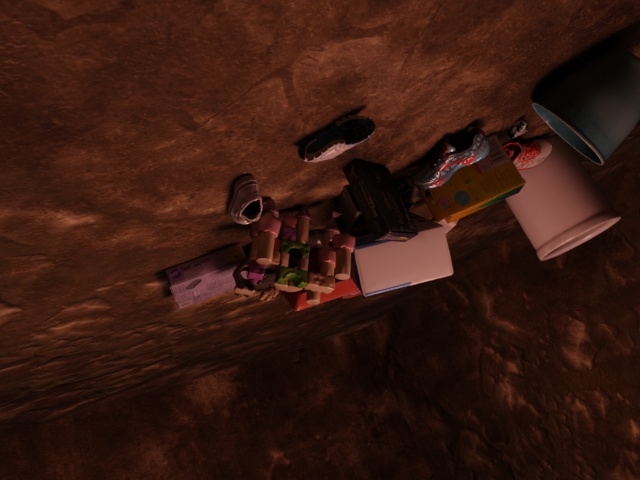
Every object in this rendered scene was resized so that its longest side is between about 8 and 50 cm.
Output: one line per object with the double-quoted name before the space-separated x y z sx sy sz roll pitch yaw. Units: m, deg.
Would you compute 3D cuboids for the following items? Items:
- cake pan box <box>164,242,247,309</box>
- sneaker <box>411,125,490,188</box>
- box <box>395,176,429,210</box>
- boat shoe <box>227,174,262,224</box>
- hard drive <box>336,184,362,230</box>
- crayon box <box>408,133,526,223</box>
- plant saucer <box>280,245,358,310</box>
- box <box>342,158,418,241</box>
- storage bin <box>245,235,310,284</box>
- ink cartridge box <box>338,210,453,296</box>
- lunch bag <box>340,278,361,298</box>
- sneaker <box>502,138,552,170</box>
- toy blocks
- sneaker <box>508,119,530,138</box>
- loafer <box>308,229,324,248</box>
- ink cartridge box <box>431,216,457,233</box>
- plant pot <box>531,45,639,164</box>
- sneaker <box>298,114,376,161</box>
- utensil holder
"cake pan box" -0.359 0.122 1.805 0.246 0.070 0.267 -19 161 -14
"sneaker" 0.381 -0.263 1.717 0.262 0.104 0.125 -33 144 10
"box" 0.296 -0.157 1.944 0.191 0.045 0.184 -9 155 -42
"boat shoe" -0.190 -0.080 1.441 0.083 0.075 0.226 -21 162 -12
"hard drive" 0.090 -0.100 1.738 0.022 0.094 0.135 -21 162 -17
"crayon box" 0.465 -0.191 1.822 0.319 0.202 0.081 -23 162 -6
"plant saucer" -0.037 0.105 1.937 0.259 0.258 0.047 -14 137 -30
"box" 0.173 -0.109 1.597 0.059 0.232 0.183 -34 160 30
"storage bin" -0.138 0.058 1.828 0.180 0.122 0.084 -15 159 -31
"ink cartridge box" 0.228 0.030 1.864 0.286 0.166 0.395 -14 -170 -4
"lunch bag" 0.220 0.154 2.606 0.293 0.120 0.258 -17 160 -23
"sneaker" 0.725 -0.311 2.016 0.270 0.090 0.145 -22 165 -2
"toy blocks" -0.080 0.012 1.642 0.289 0.260 0.309 12 152 -16
"sneaker" 0.665 -0.374 1.848 0.069 0.038 0.098 -23 172 -14
"loafer" 0.000 0.000 1.955 0.170 0.061 0.062 -9 157 -40
"ink cartridge box" 0.457 -0.111 2.019 0.296 0.066 0.261 -53 177 -32
"plant pot" 0.804 -0.404 1.623 0.255 0.271 0.272 -48 156 16
"sneaker" 0.042 -0.238 1.342 0.191 0.071 0.083 -20 170 11
"utensil holder" 0.909 -0.166 2.197 0.328 0.385 0.327 -23 163 -7
